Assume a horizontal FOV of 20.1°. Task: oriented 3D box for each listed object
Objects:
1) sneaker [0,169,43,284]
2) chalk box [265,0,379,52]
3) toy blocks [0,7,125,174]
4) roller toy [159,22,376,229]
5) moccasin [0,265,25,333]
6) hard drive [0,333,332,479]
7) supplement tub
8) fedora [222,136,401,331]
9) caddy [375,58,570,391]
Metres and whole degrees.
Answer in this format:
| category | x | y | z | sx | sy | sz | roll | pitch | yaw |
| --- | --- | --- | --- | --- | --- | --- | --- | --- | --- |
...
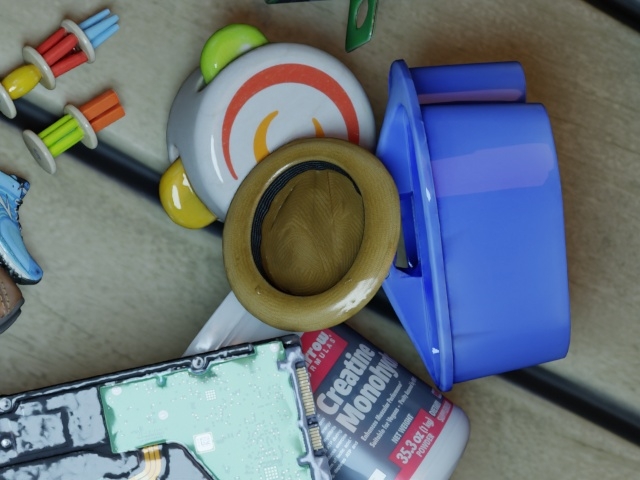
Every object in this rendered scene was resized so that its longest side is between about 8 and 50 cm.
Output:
| category | x | y | z | sx | sy | sz | roll | pitch | yaw |
| --- | --- | --- | --- | --- | --- | --- | --- | --- | --- |
| sneaker | -0.311 | -0.032 | 1.777 | 0.073 | 0.063 | 0.162 | -29 | 94 | -21 |
| chalk box | 0.039 | -0.342 | 1.857 | 0.179 | 0.180 | 0.289 | -8 | 88 | -18 |
| toy blocks | -0.245 | -0.155 | 1.813 | 0.148 | 0.054 | 0.123 | -37 | 95 | -18 |
| roller toy | -0.053 | -0.101 | 1.821 | 0.191 | 0.146 | 0.209 | 13 | 90 | -21 |
| moccasin | -0.448 | 0.134 | 1.676 | 0.147 | 0.139 | 0.380 | 46 | 73 | -8 |
| hard drive | -0.160 | 0.231 | 1.632 | 0.339 | 0.064 | 0.236 | -13 | 89 | -4 |
| supplement tub | -0.009 | 0.174 | 1.770 | 0.272 | 0.191 | 0.191 | 36 | 75 | 0 |
| fedora | 0.000 | 0.000 | 1.714 | 0.194 | 0.079 | 0.194 | -7 | 69 | 19 |
| caddy | 0.132 | -0.017 | 1.777 | 0.179 | 0.241 | 0.341 | -9 | 117 | -1 |
